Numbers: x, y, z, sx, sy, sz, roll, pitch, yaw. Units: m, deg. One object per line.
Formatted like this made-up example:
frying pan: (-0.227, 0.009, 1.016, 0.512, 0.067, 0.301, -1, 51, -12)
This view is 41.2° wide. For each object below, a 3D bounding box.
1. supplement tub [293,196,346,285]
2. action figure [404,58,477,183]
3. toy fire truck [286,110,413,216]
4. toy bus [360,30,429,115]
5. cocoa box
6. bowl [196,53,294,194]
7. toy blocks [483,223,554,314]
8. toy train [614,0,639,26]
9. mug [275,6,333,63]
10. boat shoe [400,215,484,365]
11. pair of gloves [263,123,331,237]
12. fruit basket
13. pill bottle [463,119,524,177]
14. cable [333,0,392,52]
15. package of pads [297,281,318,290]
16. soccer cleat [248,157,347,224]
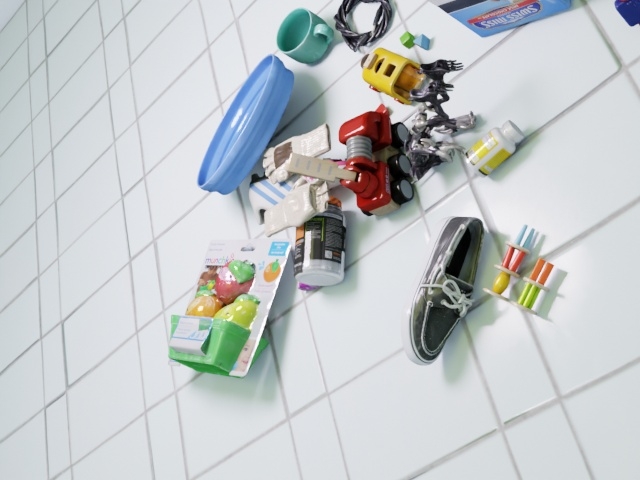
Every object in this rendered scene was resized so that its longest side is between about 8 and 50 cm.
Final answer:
supplement tub: (0.000, 0.000, 1.949, 0.117, 0.117, 0.190, -15, 64, 41)
action figure: (0.245, -0.226, 1.762, 0.141, 0.275, 0.164, 10, 50, 11)
toy fire truck: (0.065, -0.182, 1.859, 0.158, 0.246, 0.217, -19, 61, 38)
toy bus: (0.149, -0.394, 1.969, 0.202, 0.104, 0.190, -24, 58, 37)
cocoa box: (0.370, -0.641, 1.753, 0.231, 0.228, 0.347, -8, 68, 46)
bowl: (-0.191, -0.291, 2.189, 0.391, 0.077, 0.391, -52, 20, 28)
toy blocks: (0.383, 0.050, 1.587, 0.123, 0.054, 0.148, 27, 94, 48)
toy train: (0.644, -0.505, 1.528, 0.248, 0.105, 0.143, -30, 41, 34)
mug: (-0.031, -0.519, 2.208, 0.129, 0.097, 0.157, -52, 45, 16)
boat shoe: (0.250, 0.098, 1.659, 0.105, 0.113, 0.306, -1, 63, 60)
pair of gloves: (-0.060, -0.138, 1.954, 0.204, 0.042, 0.240, -19, 60, 40)
fruit basket: (-0.238, 0.151, 2.096, 0.327, 0.165, 0.353, 0, 71, 45)
pill bottle: (0.350, -0.186, 1.709, 0.116, 0.065, 0.065, -43, 48, 25)
cable: (0.104, -0.566, 2.128, 0.150, 0.047, 0.184, -42, 48, 25)
package of pads: (-0.028, 0.075, 2.009, 0.050, 0.032, 0.083, -16, 63, 44)
soccer cleat: (-0.039, -0.112, 2.058, 0.331, 0.116, 0.143, -10, 87, 42)
